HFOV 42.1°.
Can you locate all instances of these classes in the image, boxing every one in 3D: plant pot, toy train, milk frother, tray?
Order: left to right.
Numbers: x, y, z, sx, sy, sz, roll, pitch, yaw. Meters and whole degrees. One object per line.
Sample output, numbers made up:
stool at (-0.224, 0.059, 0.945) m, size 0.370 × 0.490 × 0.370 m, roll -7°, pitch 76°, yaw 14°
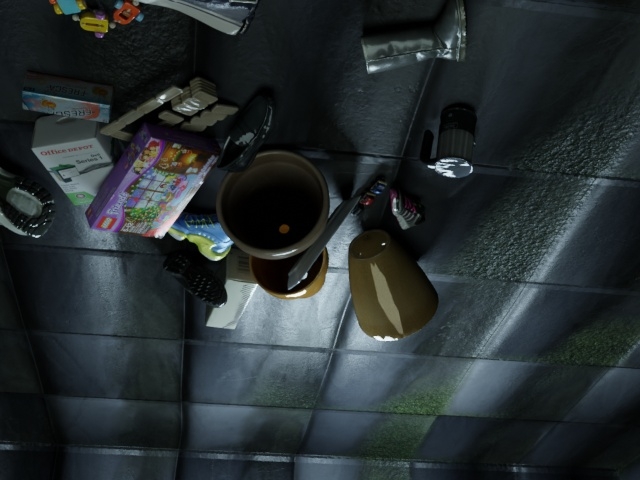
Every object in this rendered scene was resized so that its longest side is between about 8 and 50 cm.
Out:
toy train at (-0.426, -0.453, 1.575) m, size 0.166 × 0.046 × 0.125 m, roll 23°, pitch 138°, yaw -35°
plant pot at (-0.102, -0.057, 2.002) m, size 0.263 × 0.263 × 0.229 m, roll -3°, pitch 162°, yaw 3°
plant pot at (-0.067, 0.072, 2.223) m, size 0.205 × 0.205 × 0.188 m, roll -8°, pitch 160°, yaw 10°
tray at (0.000, 0.000, 2.048) m, size 0.030 × 0.270 × 0.145 m, roll 37°, pitch 164°, yaw -3°
toy train at (0.119, -0.108, 2.086) m, size 0.027 × 0.036 × 0.158 m, roll 16°, pitch 142°, yaw -23°
plant pot at (0.173, 0.099, 2.254) m, size 0.237 × 0.237 × 0.254 m, roll -13°, pitch 128°, yaw 17°
milk frother at (0.309, -0.200, 1.868) m, size 0.143 × 0.135 × 0.129 m, roll 27°, pitch 151°, yaw -31°

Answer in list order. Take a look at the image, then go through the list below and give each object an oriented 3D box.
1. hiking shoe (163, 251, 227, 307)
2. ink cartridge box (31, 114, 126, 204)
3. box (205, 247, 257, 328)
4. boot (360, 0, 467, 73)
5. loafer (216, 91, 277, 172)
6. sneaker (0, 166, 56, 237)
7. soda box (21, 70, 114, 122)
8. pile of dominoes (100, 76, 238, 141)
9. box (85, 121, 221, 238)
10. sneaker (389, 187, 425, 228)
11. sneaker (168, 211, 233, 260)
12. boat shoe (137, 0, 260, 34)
hiking shoe at (-0.329, 0.116, 2.300) m, size 0.086 × 0.227 × 0.114 m, roll -50°, pitch 153°, yaw -8°
ink cartridge box at (-0.538, -0.189, 1.908) m, size 0.160 × 0.093 × 0.219 m, roll -9°, pitch 146°, yaw 10°
box at (-0.255, 0.141, 2.376) m, size 0.094 × 0.113 × 0.275 m, roll 9°, pitch 145°, yaw -16°
boot at (0.183, -0.409, 1.637) m, size 0.208 × 0.076 × 0.190 m, roll 1°, pitch 144°, yaw 9°
loafer at (-0.164, -0.233, 1.837) m, size 0.078 × 0.076 × 0.223 m, roll -14°, pitch 149°, yaw -43°
sneaker at (-0.837, -0.134, 1.960) m, size 0.182 × 0.158 × 0.410 m, roll -5°, pitch 144°, yaw 37°
soda box at (-0.536, -0.304, 1.768) m, size 0.183 × 0.063 × 0.058 m, roll 8°, pitch 144°, yaw -12°
pile of dominoes at (-0.330, -0.279, 1.824) m, size 0.251 × 0.040 × 0.196 m, roll -22°, pitch 160°, yaw 30°
box at (-0.384, -0.130, 1.913) m, size 0.201 × 0.057 × 0.293 m, roll 9°, pitch 131°, yaw -44°
sneaker at (0.223, -0.086, 2.100) m, size 0.074 × 0.063 × 0.170 m, roll -12°, pitch 149°, yaw 16°
sneaker at (-0.308, -0.047, 2.145) m, size 0.126 × 0.091 × 0.240 m, roll -38°, pitch 133°, yaw 17°
boat shoe at (-0.247, -0.496, 1.466) m, size 0.340 × 0.127 × 0.158 m, roll 13°, pitch 137°, yaw -31°
